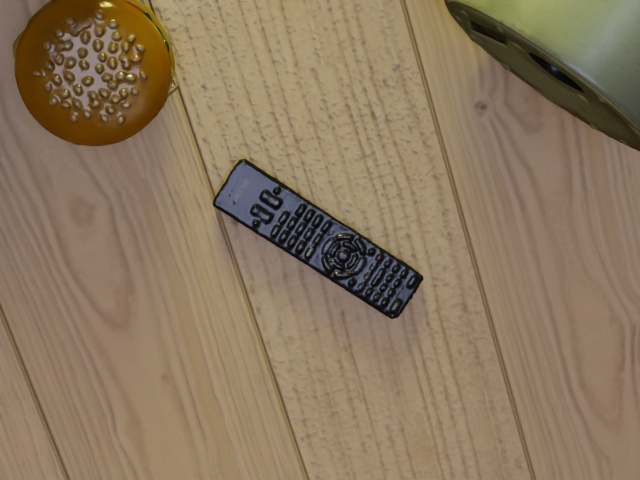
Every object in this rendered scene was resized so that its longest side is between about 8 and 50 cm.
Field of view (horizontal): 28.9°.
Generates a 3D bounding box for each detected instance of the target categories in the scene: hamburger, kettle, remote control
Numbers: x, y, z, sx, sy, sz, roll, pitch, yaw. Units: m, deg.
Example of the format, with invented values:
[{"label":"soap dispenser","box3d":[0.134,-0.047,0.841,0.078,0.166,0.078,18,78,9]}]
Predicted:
[{"label":"hamburger","box3d":[-0.217,-0.168,1.206,0.162,0.115,0.162,-2,103,-9]},{"label":"kettle","box3d":[0.290,-0.333,1.199,0.361,0.250,0.377,38,95,14]},{"label":"remote control","box3d":[0.000,0.000,1.327,0.245,0.025,0.063,34,96,-14]}]
